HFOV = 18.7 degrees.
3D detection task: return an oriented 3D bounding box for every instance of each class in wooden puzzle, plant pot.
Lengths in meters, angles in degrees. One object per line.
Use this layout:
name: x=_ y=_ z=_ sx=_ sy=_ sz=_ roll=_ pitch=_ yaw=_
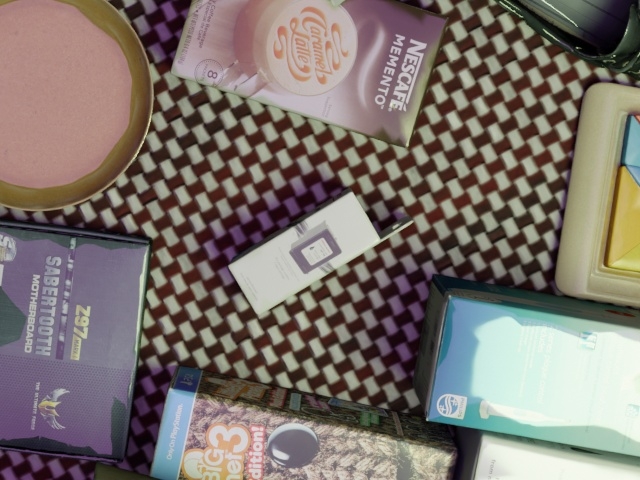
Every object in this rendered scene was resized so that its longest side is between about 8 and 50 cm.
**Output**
wooden puzzle: x=0.370 y=-0.036 z=1.961 sx=0.239 sy=0.044 sz=0.221 roll=9 pitch=89 yaw=-1
plant pot: x=-0.286 y=-0.148 z=1.962 sx=0.236 sy=0.032 sz=0.236 roll=0 pitch=94 yaw=-1

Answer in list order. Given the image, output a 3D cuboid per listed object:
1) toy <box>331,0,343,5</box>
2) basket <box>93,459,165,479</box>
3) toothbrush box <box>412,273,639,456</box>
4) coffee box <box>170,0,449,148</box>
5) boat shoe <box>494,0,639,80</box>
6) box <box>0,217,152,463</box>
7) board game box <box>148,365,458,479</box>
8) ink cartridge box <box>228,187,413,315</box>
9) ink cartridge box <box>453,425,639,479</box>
toy: x=0.043 y=-0.337 z=1.915 sx=0.237 sy=0.056 sz=0.137 roll=-41 pitch=94 yaw=-32
basket: x=-0.109 y=0.318 z=1.805 sx=0.227 sy=0.154 sz=0.204 roll=8 pitch=96 yaw=-5
toothbrush box: x=0.249 y=0.125 z=1.898 sx=0.296 sy=0.216 sz=0.126 roll=11 pitch=94 yaw=-1
coffee box: x=-0.010 y=-0.194 z=1.926 sx=0.247 sy=0.098 sz=0.141 roll=17 pitch=95 yaw=-2
boat shoe: x=0.285 y=-0.223 z=1.901 sx=0.340 sy=0.113 sz=0.127 roll=34 pitch=123 yaw=-2
box: x=-0.274 y=0.100 z=1.968 sx=0.183 sy=0.059 sz=0.232 roll=8 pitch=95 yaw=-2
board game box: x=-0.031 y=0.275 z=1.945 sx=0.291 sy=0.141 sz=0.232 roll=12 pitch=95 yaw=-2
ink cartridge box: x=0.000 y=0.000 z=1.941 sx=0.180 sy=0.104 sz=0.060 roll=-31 pitch=93 yaw=1
ink cartridge box: x=0.284 y=0.262 z=1.906 sx=0.308 sy=0.223 sz=0.129 roll=12 pitch=93 yaw=-2
